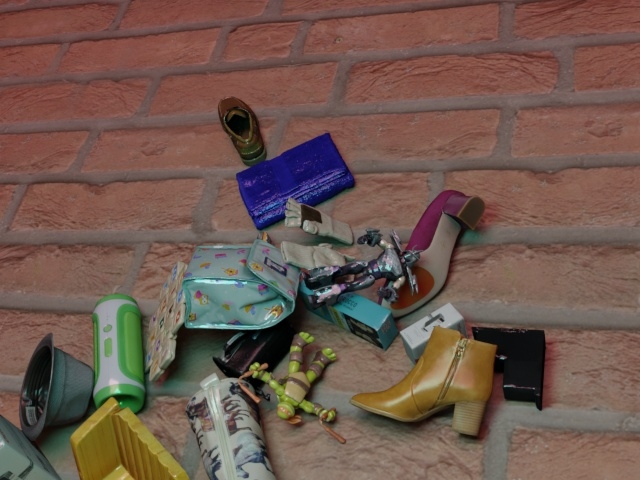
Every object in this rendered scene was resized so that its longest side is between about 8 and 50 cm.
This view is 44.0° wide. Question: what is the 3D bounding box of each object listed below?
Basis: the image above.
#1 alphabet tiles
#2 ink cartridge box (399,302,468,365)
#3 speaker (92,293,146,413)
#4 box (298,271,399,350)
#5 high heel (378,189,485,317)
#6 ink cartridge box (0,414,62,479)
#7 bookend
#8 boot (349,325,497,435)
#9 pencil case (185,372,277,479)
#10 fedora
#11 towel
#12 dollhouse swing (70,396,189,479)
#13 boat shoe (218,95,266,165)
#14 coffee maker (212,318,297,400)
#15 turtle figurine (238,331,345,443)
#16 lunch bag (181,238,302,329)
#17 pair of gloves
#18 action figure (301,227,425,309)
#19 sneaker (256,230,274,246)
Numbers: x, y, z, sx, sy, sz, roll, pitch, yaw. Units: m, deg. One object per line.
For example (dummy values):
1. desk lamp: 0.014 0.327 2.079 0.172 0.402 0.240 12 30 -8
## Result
1. alphabet tiles: -0.372 0.194 1.927 0.021 0.278 0.284 18 47 -21
2. ink cartridge box: 0.255 0.215 1.777 0.135 0.099 0.056 -30 49 -8
3. speaker: -0.498 0.279 1.950 0.131 0.131 0.297 -18 49 4
4. box: 0.063 0.166 1.878 0.244 0.100 0.060 25 65 32
5. high heel: 0.248 0.033 1.953 0.377 0.127 0.181 -46 19 -11
6. ink cartridge box: -0.715 0.483 1.763 0.114 0.273 0.197 -42 52 -16
7. bookend: 0.400 0.273 1.702 0.156 0.072 0.157 0 54 19
8. boot: 0.220 0.285 1.687 0.295 0.104 0.211 8 79 17
9. pencil case: -0.171 0.482 1.648 0.159 0.184 0.410 -16 48 -8
10. fedora: -0.619 0.352 1.883 0.275 0.124 0.244 -46 43 40
11. towel: -0.078 -0.177 2.212 0.308 0.076 0.228 -25 50 -2
12. dollhouse swing: -0.446 0.579 1.606 0.305 0.315 0.347 -28 47 -32
13. boat shoe: -0.241 -0.360 2.390 0.110 0.104 0.307 -28 50 -5
14. coffee maker: -0.135 0.266 1.869 0.171 0.120 0.178 36 69 11
15. turtle figurine: -0.041 0.329 1.777 0.269 0.087 0.217 29 50 -1
16. lunch bag: -0.177 0.101 1.851 0.262 0.160 0.223 -2 20 2
17. pair of gloves: 0.000 0.000 1.972 0.204 0.042 0.240 21 37 -18
18. action figure: 0.104 0.074 1.806 0.285 0.099 0.185 -19 61 2
19. sneaker: -0.165 0.067 2.044 0.083 0.084 0.215 -9 51 18
